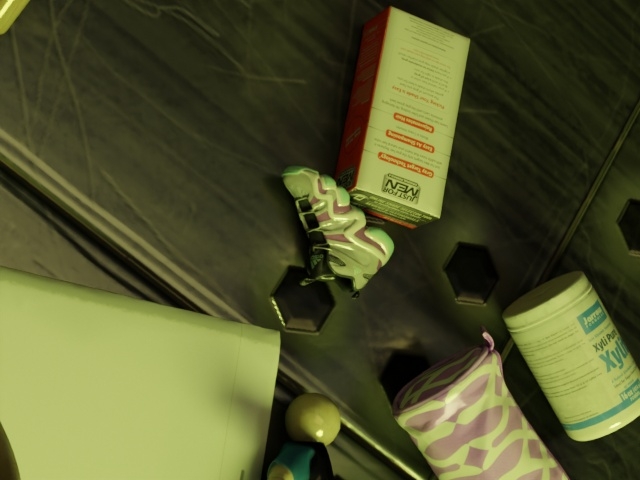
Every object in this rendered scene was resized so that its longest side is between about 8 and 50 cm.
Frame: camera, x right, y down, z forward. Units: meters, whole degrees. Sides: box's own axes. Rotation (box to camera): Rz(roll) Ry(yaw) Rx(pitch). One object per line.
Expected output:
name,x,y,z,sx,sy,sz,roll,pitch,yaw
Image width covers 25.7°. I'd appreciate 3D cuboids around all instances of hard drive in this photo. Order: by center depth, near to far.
hard drive,-0.182,0.121,0.842,0.307,0.040,0.203,15,73,-24

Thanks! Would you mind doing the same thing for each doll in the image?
doll,-0.016,0.182,0.882,0.129,0.046,0.189,62,34,-52

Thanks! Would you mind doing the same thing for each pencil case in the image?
pencil case,0.136,0.168,0.963,0.088,0.086,0.206,-35,99,7

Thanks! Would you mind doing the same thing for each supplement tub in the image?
supplement tub,0.186,0.084,1.016,0.071,0.071,0.107,-33,96,-28

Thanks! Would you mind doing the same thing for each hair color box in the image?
hair color box,0.058,-0.087,1.001,0.072,0.043,0.141,19,71,-22

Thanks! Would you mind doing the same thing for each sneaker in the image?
sneaker,0.000,0.000,0.957,0.098,0.038,0.069,41,64,-13

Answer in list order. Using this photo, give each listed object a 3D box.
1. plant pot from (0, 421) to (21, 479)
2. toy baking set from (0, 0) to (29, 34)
plant pot,-0.324,0.141,0.639,0.274,0.256,0.256,-42,102,8
toy baking set,-0.194,-0.178,0.779,0.030,0.197,0.256,43,99,11
